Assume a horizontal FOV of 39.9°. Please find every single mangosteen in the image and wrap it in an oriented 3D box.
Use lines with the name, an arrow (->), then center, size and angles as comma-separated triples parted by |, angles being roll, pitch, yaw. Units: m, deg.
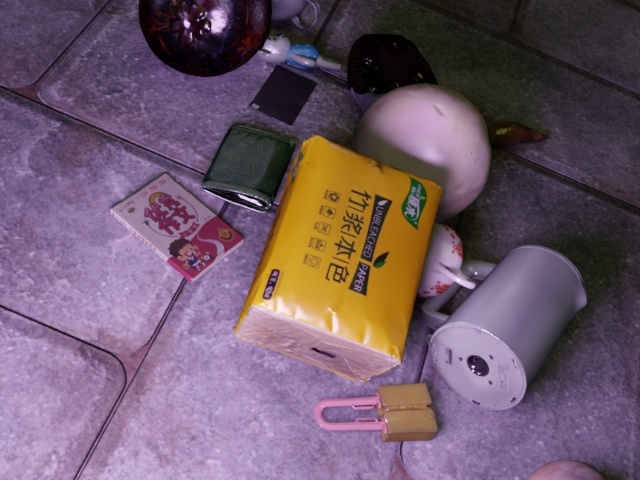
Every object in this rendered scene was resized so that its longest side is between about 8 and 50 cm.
mangosteen -> -0.264, -0.538, 2.059 | 0.330, 0.330, 0.330 | 10, 49, -12

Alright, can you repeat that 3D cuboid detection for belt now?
belt -> 0.167, -0.378, 2.154 | 0.164, 0.184, 0.289 | -4, 51, -34

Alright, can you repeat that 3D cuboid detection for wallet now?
wallet -> -0.156, -0.163, 1.946 | 0.160, 0.055, 0.236 | 19, 42, -1

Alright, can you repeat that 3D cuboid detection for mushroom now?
mushroom -> 0.250, -0.181, 1.958 | 0.356, 0.315, 0.315 | 10, 49, -21

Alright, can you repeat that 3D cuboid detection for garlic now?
garlic -> 0.423, 0.487, 1.605 | 0.266, 0.128, 0.148 | -20, 48, -20

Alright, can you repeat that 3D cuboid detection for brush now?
brush -> 0.097, 0.323, 1.640 | 0.233, 0.047, 0.103 | 1, 52, -18

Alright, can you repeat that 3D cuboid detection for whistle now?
whistle -> -0.059, -0.472, 2.226 | 0.235, 0.077, 0.114 | 11, 25, -14

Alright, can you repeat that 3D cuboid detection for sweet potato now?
sweet potato -> 0.509, -0.278, 2.281 | 0.226, 0.068, 0.068 | -6, 54, -25

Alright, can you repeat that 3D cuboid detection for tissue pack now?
tissue pack -> 0.038, 0.037, 1.678 | 0.293, 0.228, 0.382 | 21, 62, -7

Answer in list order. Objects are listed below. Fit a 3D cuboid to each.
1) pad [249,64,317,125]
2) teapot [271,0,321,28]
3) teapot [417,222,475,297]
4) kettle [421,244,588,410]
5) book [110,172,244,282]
pad -> -0.089, -0.360, 2.168 | 0.116, 0.004, 0.193 | 26, 47, 1
teapot -> -0.122, -0.660, 2.327 | 0.294, 0.129, 0.193 | 37, 49, 9
teapot -> 0.232, 0.044, 1.826 | 0.116, 0.159, 0.245 | 36, 7, -38
kettle -> 0.363, 0.169, 1.793 | 0.318, 0.265, 0.205 | -42, 106, -40
book -> -0.291, -0.029, 1.805 | 0.232, 0.022, 0.162 | 40, 49, 13
